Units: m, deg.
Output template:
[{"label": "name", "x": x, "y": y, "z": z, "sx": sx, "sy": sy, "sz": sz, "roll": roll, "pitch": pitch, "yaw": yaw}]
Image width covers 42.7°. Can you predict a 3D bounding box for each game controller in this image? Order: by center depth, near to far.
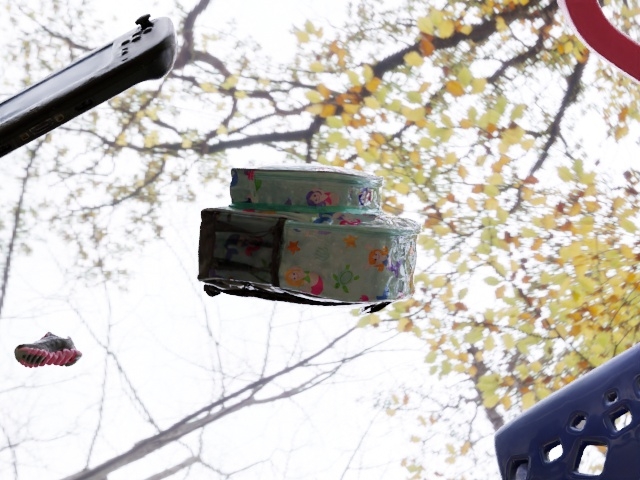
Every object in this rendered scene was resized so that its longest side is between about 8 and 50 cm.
[{"label": "game controller", "x": -0.298, "y": -0.152, "z": 0.898, "sx": 0.319, "sy": 0.166, "sz": 0.067, "roll": -28, "pitch": -71, "yaw": 3}]

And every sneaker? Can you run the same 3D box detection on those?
[{"label": "sneaker", "x": -0.443, "y": 0.172, "z": 1.319, "sx": 0.047, "sy": 0.119, "sz": 0.057, "roll": -41, "pitch": -120, "yaw": 23}]

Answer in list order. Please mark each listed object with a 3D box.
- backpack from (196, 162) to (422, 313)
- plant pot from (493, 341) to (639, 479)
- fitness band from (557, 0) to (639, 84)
[{"label": "backpack", "x": 0.000, "y": 0.000, "z": 1.031, "sx": 0.254, "sy": 0.225, "sz": 0.191, "roll": 13, "pitch": -84, "yaw": 26}, {"label": "plant pot", "x": 0.328, "y": 0.266, "z": 0.775, "sx": 0.236, "sy": 0.212, "sz": 0.236, "roll": 39, "pitch": -59, "yaw": -16}, {"label": "fitness band", "x": 0.342, "y": -0.223, "z": 0.706, "sx": 0.291, "sy": 0.054, "sz": 0.209, "roll": 27, "pitch": -67, "yaw": -11}]
